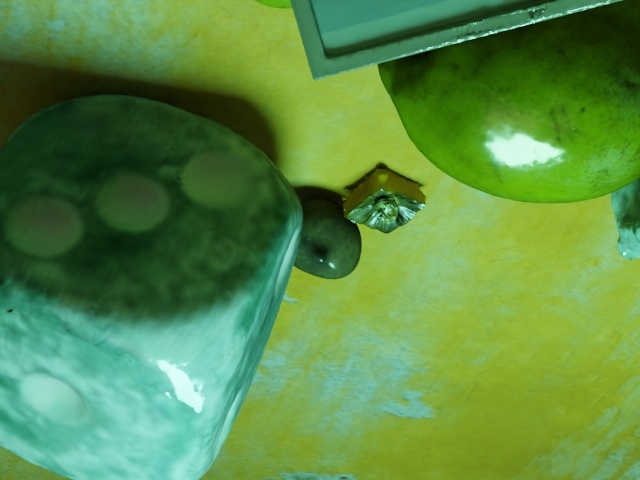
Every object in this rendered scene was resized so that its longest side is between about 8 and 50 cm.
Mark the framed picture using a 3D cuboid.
[{"bbox_3d":[0.108,-0.291,1.356,0.335,0.022,0.247,-11,103,26],"label":"framed picture"}]

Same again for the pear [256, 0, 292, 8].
[{"bbox_3d":[-0.038,-0.273,1.488,0.107,0.107,0.131,-22,129,38],"label":"pear"}]

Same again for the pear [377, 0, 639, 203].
[{"bbox_3d":[0.210,-0.154,1.522,0.307,0.253,0.253,21,146,-31],"label":"pear"}]

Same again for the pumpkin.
[{"bbox_3d":[0.077,-0.044,1.918,0.074,0.054,0.083,20,141,-30],"label":"pumpkin"}]

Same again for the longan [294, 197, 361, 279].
[{"bbox_3d":[0.000,0.000,1.947,0.113,0.113,0.092,27,117,-33],"label":"longan"}]

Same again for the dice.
[{"bbox_3d":[-0.220,0.056,1.801,0.328,0.348,0.330,21,140,4],"label":"dice"}]

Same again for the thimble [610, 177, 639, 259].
[{"bbox_3d":[0.403,-0.066,1.684,0.149,0.185,0.211,11,114,-15],"label":"thimble"}]
